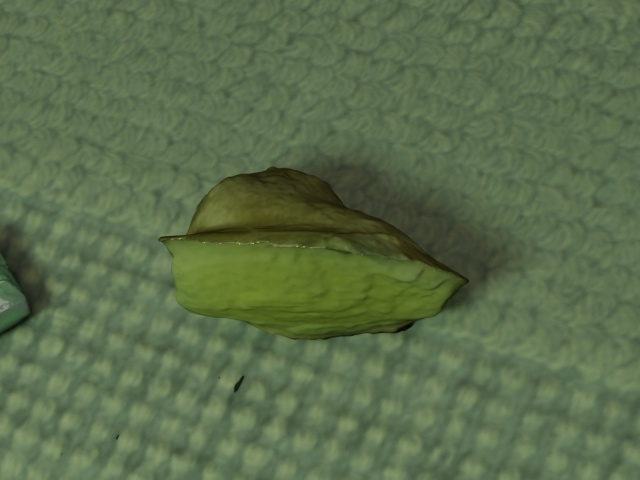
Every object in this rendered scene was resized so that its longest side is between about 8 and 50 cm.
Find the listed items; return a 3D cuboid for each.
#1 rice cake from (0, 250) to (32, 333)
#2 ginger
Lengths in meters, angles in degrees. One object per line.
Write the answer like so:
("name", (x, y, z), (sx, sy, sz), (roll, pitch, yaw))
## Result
("rice cake", (-0.310, 0.080, 1.184), (0.221, 0.042, 0.080), (-32, 61, -6))
("ginger", (0.003, 0.002, 1.110), (0.193, 0.115, 0.123), (6, 45, 7))
